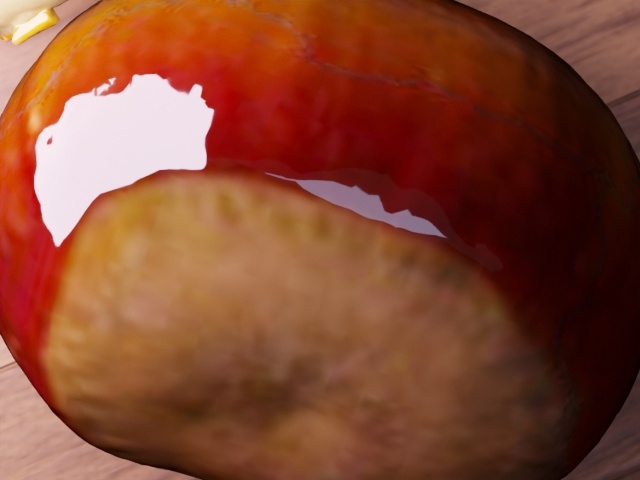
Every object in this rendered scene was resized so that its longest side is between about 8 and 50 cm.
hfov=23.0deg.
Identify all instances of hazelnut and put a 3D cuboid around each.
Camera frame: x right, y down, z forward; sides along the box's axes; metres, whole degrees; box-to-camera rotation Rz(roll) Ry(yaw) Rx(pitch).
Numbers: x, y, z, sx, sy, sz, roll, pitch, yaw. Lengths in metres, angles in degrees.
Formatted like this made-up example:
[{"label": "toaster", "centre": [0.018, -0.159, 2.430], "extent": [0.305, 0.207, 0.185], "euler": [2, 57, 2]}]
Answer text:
[{"label": "hazelnut", "centre": [0.000, 0.000, 0.964], "extent": [0.409, 0.359, 0.359], "euler": [21, 94, 1]}]

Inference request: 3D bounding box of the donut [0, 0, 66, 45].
[{"label": "donut", "centre": [-0.155, -0.252, 0.951], "extent": [0.371, 0.307, 0.150], "euler": [-36, 117, 0]}]
